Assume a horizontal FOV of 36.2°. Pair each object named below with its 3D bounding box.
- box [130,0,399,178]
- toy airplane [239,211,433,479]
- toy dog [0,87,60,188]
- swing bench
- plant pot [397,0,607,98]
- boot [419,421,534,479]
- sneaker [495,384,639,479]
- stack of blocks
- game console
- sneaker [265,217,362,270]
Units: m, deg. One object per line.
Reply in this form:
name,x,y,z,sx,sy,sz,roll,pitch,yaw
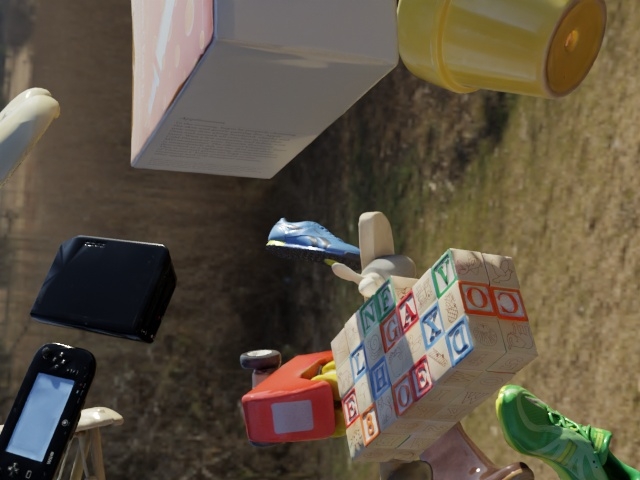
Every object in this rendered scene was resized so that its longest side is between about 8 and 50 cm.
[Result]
box,-0.074,-0.214,0.972,0.345,0.168,0.214,147,123,-64
toy airplane,0.102,0.211,1.450,0.272,0.386,0.384,0,52,51
toy dog,-0.517,-0.143,0.951,0.395,0.408,0.284,-49,19,6
swing bench,-0.491,0.415,1.668,0.165,0.253,0.254,10,98,42
plant pot,0.282,-0.327,1.467,0.239,0.254,0.254,29,119,35
boot,0.246,0.369,1.671,0.248,0.090,0.206,-49,47,42
sneaker,0.406,0.323,1.591,0.123,0.295,0.109,-40,17,41
stack of blocks,0.124,0.129,1.175,0.297,0.087,0.171,127,143,-47
game console,-0.326,0.162,1.301,0.213,0.044,0.361,4,66,34
sneaker,0.000,0.000,1.802,0.082,0.209,0.069,-66,-31,-22
